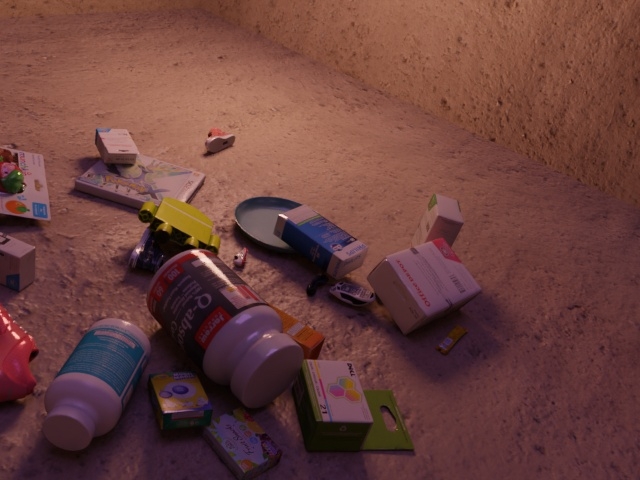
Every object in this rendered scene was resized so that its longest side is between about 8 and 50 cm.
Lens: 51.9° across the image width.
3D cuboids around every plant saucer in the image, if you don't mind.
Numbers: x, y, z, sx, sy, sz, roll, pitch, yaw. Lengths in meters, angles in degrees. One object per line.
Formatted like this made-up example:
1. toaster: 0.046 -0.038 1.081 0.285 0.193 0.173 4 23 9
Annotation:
1. plant saucer: -0.123 -0.045 2.106 0.318 0.043 0.317 12 31 -8

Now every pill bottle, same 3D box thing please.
1. pill bottle: -0.444 0.283 1.298 0.146 0.146 0.264 16 29 -2
2. pill bottle: -0.217 0.195 1.495 0.210 0.210 0.363 -16 43 -43

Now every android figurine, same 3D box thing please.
1. android figurine: -0.397 -0.041 1.882 0.248 0.056 0.273 28 18 -16

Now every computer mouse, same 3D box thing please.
1. computer mouse: 0.061 0.151 1.880 0.193 0.042 0.106 18 25 12

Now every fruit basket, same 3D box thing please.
1. fruit basket: -0.935 -0.193 1.812 0.353 0.165 0.327 6 38 -31

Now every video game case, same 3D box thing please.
1. video game case: -0.572 -0.192 2.129 0.329 0.036 0.300 17 30 0

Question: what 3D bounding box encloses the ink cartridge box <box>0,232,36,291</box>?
1. ink cartridge box: -0.779 0.038 1.577 0.180 0.104 0.060 21 31 8

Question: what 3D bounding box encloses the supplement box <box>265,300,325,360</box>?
1. supplement box: -0.109 0.223 1.636 0.233 0.078 0.080 28 32 17

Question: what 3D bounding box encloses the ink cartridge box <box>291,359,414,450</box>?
1. ink cartridge box: 0.081 0.367 1.475 0.255 0.097 0.188 5 32 -18

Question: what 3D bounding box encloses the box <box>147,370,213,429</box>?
1. box: -0.298 0.325 1.378 0.105 0.043 0.179 1 17 -26

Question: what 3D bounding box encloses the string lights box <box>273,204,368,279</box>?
1. string lights box: 0.000 0.000 1.977 0.260 0.076 0.133 35 36 25

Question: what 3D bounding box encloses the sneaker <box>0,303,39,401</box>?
1. sneaker: -0.663 0.214 1.367 0.136 0.116 0.313 8 37 -35

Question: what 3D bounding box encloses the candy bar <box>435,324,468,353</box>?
1. candy bar: 0.371 0.275 1.850 0.040 0.018 0.161 27 32 24

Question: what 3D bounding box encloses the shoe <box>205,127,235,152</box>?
1. shoe: -0.405 -0.385 2.511 0.081 0.063 0.178 25 26 17

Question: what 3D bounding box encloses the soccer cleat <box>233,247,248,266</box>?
1. soccer cleat: -0.233 0.045 1.916 0.036 0.029 0.083 17 34 -9

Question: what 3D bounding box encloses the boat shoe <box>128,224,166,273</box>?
1. boat shoe: -0.460 0.028 1.805 0.083 0.065 0.183 22 32 -9

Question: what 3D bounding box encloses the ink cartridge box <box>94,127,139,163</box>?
1. ink cartridge box: -0.669 -0.302 2.163 0.104 0.061 0.181 -3 35 -31

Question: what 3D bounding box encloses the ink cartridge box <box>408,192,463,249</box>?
1. ink cartridge box: 0.371 -0.017 2.138 0.093 0.219 0.160 17 31 -6

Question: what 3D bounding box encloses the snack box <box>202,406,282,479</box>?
1. snack box: -0.160 0.412 1.336 0.100 0.037 0.141 -17 43 -42

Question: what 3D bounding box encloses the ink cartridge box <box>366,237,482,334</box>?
1. ink cartridge box: 0.300 0.126 1.905 0.283 0.117 0.207 -16 65 -43
